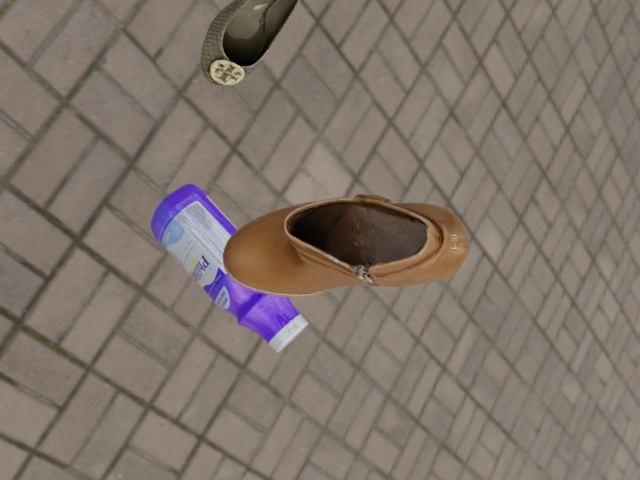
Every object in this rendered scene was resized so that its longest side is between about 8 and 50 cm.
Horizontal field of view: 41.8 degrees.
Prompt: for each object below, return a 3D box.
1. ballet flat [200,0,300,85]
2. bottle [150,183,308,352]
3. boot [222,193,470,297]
[{"bbox_3d":[-0.074,-0.282,1.062,0.084,0.058,0.250,18,131,-36],"label":"ballet flat"},{"bbox_3d":[-0.137,0.046,1.275,0.283,0.118,0.092,47,60,6],"label":"bottle"},{"bbox_3d":[0.000,0.000,0.566,0.152,0.197,0.073,8,76,-72],"label":"boot"}]
